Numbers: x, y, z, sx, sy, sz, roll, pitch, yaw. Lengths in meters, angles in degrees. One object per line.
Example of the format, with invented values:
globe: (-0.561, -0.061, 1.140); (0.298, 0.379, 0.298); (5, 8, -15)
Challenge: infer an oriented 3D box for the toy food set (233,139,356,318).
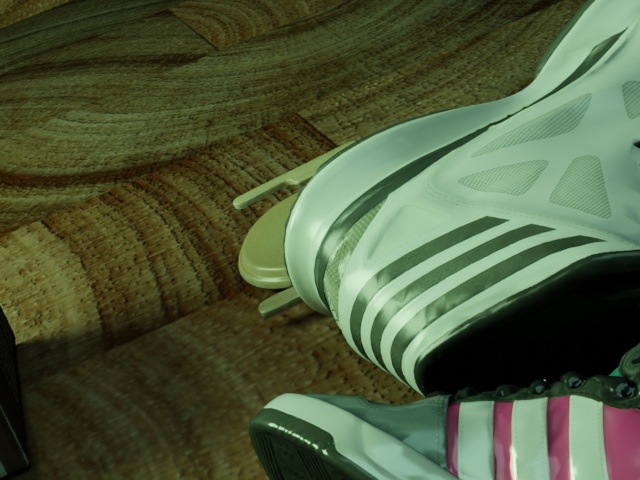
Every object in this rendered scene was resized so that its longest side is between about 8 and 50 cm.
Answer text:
toy food set: (0.000, 0.000, 0.942); (0.132, 0.038, 0.192); (-25, 30, 5)

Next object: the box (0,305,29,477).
box: (-0.314, 0.074, 0.846); (0.167, 0.168, 0.203); (-22, 24, -7)

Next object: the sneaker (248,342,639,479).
sneaker: (0.119, 0.091, 0.550); (0.295, 0.123, 0.178); (17, 48, 41)

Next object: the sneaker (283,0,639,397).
sneaker: (0.219, -0.032, 0.743); (0.447, 0.169, 0.257); (-32, 35, -8)
